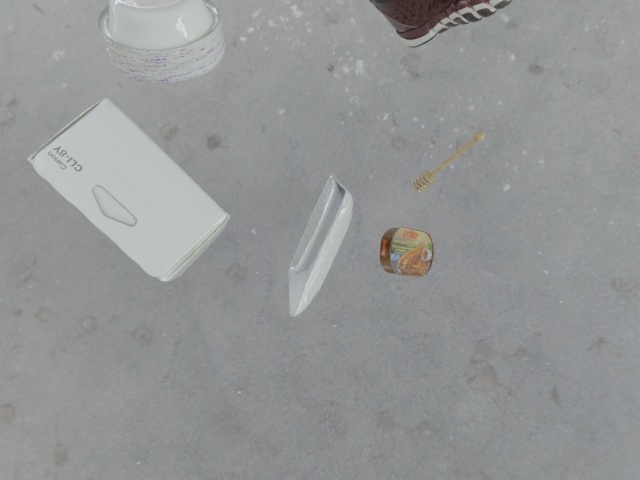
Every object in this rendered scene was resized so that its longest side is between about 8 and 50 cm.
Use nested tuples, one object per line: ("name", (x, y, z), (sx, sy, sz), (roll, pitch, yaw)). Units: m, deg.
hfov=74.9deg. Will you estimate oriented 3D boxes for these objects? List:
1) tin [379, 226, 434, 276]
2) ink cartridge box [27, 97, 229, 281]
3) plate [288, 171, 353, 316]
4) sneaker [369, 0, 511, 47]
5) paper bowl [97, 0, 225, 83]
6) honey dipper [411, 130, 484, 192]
("tin", (0.197, 0.026, 0.941), (0.040, 0.189, 0.106), (9, 90, 43))
("ink cartridge box", (-0.339, -0.070, 0.832), (0.279, 0.384, 0.160), (45, 78, -9))
("plate", (0.000, 0.000, 0.917), (0.045, 0.277, 0.278), (22, 103, -11))
("sneaker", (0.136, -0.340, 0.497), (0.162, 0.281, 0.107), (25, 79, -24))
("paper bowl", (-0.381, -0.522, 1.004), (0.284, 0.148, 0.284), (2, 55, -2))
("honey dipper", (0.230, -0.144, 0.759), (0.030, 0.160, 0.031), (20, 50, -25))
